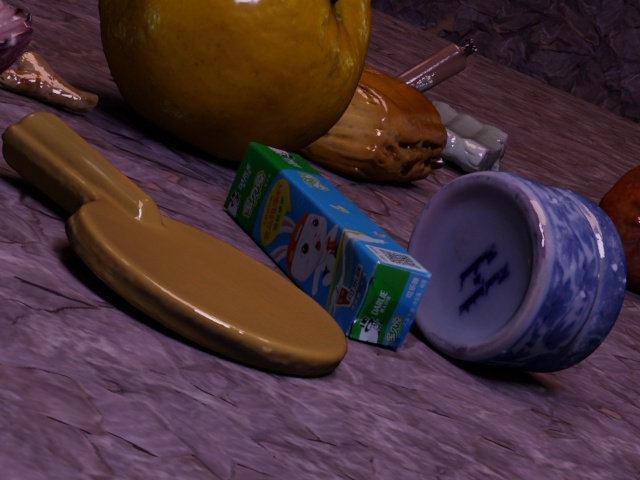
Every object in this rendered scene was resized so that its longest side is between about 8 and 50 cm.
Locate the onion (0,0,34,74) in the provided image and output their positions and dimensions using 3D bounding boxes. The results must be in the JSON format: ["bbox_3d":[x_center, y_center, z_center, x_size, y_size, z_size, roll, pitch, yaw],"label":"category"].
[{"bbox_3d":[-0.367,-0.152,1.397,0.247,0.111,0.250,-16,47,-37],"label":"onion"}]

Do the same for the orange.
[{"bbox_3d":[-0.079,-0.207,1.794,0.235,0.279,0.279,-3,-1,27],"label":"orange"}]

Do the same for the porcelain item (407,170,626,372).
[{"bbox_3d":[0.151,0.025,1.483,0.114,0.147,0.147,12,17,-43],"label":"porcelain item"}]

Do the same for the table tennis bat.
[{"bbox_3d":[-0.111,0.000,1.338,0.321,0.050,0.198,36,16,33],"label":"table tennis bat"}]

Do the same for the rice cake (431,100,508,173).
[{"bbox_3d":[0.169,-0.127,2.415,0.127,0.043,0.237,25,13,10],"label":"rice cake"}]

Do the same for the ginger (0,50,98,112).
[{"bbox_3d":[-0.245,-0.139,1.720,0.097,0.030,0.048,17,41,-18],"label":"ginger"}]

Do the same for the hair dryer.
[{"bbox_3d":[0.113,-0.188,2.309,0.117,0.182,0.064,42,-20,53],"label":"hair dryer"}]

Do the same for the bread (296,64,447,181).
[{"bbox_3d":[0.013,-0.146,2.070,0.235,0.099,0.210,30,13,26],"label":"bread"}]

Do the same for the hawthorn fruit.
[{"bbox_3d":[0.384,-0.003,2.129,0.165,0.165,0.285,27,-4,13],"label":"hawthorn fruit"}]

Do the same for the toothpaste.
[{"bbox_3d":[0.000,0.000,1.508,0.050,0.065,0.267,14,16,-28],"label":"toothpaste"}]
